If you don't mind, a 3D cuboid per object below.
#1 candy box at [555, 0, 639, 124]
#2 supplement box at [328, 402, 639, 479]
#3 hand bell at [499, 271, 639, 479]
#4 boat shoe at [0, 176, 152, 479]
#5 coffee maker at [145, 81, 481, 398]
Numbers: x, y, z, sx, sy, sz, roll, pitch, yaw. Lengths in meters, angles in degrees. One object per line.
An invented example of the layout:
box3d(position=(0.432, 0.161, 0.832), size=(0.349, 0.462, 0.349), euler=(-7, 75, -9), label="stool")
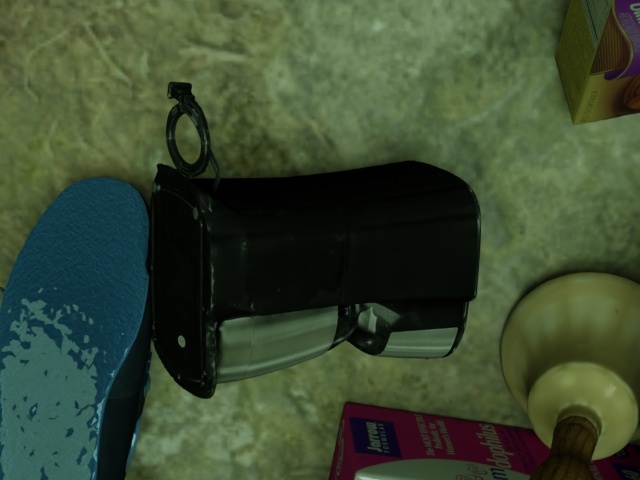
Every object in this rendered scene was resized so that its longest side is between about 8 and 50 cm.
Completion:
box3d(position=(0.200, -0.131, 0.712), size=(0.109, 0.186, 0.053), euler=(-11, 73, 0), label="candy box")
box3d(position=(0.115, 0.193, 0.844), size=(0.220, 0.111, 0.114), euler=(8, 107, -6), label="supplement box")
box3d(position=(0.149, 0.119, 0.739), size=(0.126, 0.242, 0.126), euler=(6, 111, 15), label="hand bell")
box3d(position=(-0.159, 0.089, 0.802), size=(0.109, 0.089, 0.258), euler=(13, 84, 7), label="boat shoe")
box3d(position=(0.000, 0.000, 0.743), size=(0.178, 0.120, 0.171), euler=(-7, 131, -27), label="coffee maker")
